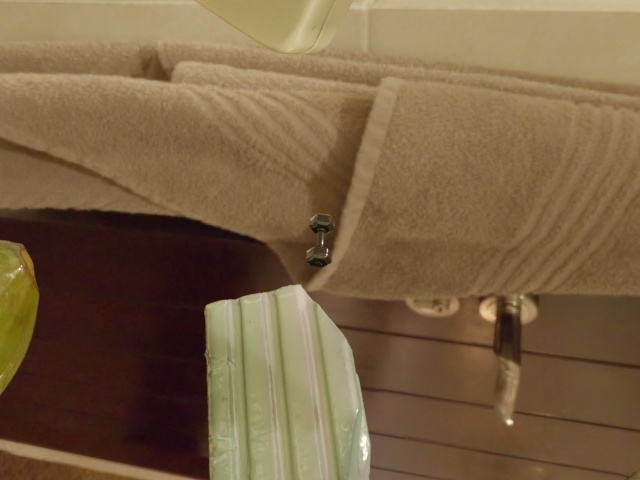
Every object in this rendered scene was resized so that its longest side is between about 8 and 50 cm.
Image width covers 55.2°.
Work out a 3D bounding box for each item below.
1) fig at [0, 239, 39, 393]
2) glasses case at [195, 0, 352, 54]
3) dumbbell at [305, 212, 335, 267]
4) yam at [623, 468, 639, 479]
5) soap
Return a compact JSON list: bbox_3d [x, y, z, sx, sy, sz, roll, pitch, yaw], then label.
[{"bbox_3d":[-0.436,0.091,0.656,0.271,0.239,0.239,-41,150,-18],"label":"fig"},{"bbox_3d":[0.007,-0.282,0.379,0.312,0.131,0.070,-60,167,30],"label":"glasses case"},{"bbox_3d":[0.000,0.000,0.933,0.036,0.040,0.083,106,-9,-59],"label":"dumbbell"},{"bbox_3d":[0.237,0.296,0.521,0.133,0.331,0.133,26,-60,56],"label":"yam"},{"bbox_3d":[-0.055,0.301,1.066,0.156,0.262,0.446,75,4,-52],"label":"soap"}]
